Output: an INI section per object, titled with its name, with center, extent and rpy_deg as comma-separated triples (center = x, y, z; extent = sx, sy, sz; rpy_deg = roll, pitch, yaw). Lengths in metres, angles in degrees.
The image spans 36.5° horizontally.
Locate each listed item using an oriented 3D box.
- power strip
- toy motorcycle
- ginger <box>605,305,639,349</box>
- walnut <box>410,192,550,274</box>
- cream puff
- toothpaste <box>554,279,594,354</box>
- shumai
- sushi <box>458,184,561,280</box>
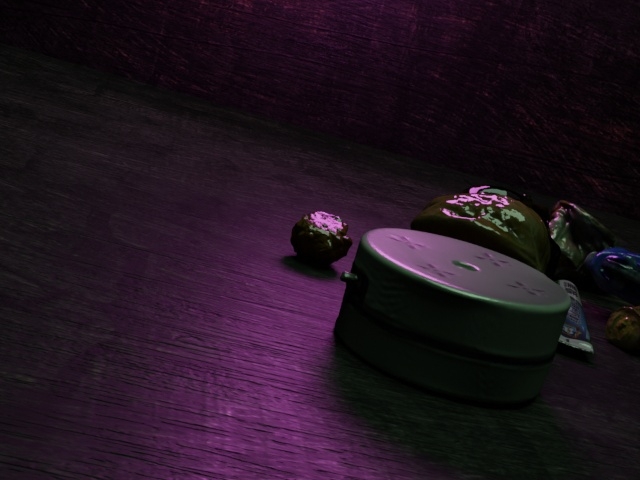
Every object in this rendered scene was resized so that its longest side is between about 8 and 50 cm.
[power strip]
center = 0.189, 0.107, 1.488
extent = 0.357, 0.161, 0.357
rpy_deg = 15, 14, -4
[toy motorcycle]
center = 0.719, 0.114, 2.147
extent = 0.319, 0.182, 0.241
rpy_deg = 25, -24, -14
[ginger]
center = 0.701, 0.183, 1.940
extent = 0.263, 0.116, 0.109
rpy_deg = 7, -25, -20
[walnut]
center = 0.287, 0.021, 1.810
extent = 0.283, 0.227, 0.283
rpy_deg = 28, -20, 11
[cream puff]
center = 0.000, 0.000, 1.844
extent = 0.116, 0.094, 0.122
rpy_deg = 11, 38, -11
[toothpaste]
center = 0.484, 0.142, 1.918
extent = 0.098, 0.061, 0.392
rpy_deg = 21, 16, 7
[shumai]
center = 0.591, 0.048, 2.340
extent = 0.272, 0.204, 0.222
rpy_deg = 45, -8, -26
[sushi]
center = 0.386, -0.010, 2.084
extent = 0.227, 0.212, 0.215
rpy_deg = 23, 15, 26
